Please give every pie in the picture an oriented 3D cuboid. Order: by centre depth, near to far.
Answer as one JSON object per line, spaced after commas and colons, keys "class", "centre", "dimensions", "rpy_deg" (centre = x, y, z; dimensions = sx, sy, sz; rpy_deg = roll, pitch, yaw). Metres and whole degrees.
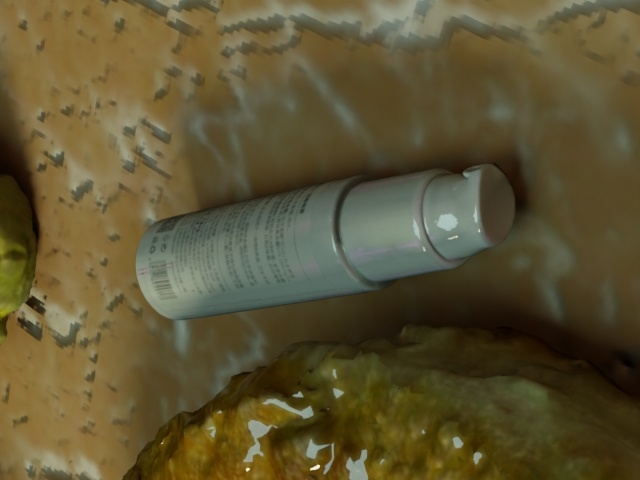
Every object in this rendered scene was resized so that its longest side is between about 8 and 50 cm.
{"class": "pie", "centre": [0.036, 0.166, 0.429], "dimensions": [0.315, 0.092, 0.315], "rpy_deg": [17, 117, 37]}

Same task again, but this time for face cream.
{"class": "face cream", "centre": [0.000, 0.000, 0.429], "dimensions": [0.130, 0.034, 0.034], "rpy_deg": [-12, 99, 43]}

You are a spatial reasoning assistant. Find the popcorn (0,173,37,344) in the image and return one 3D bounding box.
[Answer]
{"class": "popcorn", "centre": [-0.155, 0.001, 0.533], "dimensions": [0.096, 0.089, 0.109], "rpy_deg": [-1, 103, 30]}
